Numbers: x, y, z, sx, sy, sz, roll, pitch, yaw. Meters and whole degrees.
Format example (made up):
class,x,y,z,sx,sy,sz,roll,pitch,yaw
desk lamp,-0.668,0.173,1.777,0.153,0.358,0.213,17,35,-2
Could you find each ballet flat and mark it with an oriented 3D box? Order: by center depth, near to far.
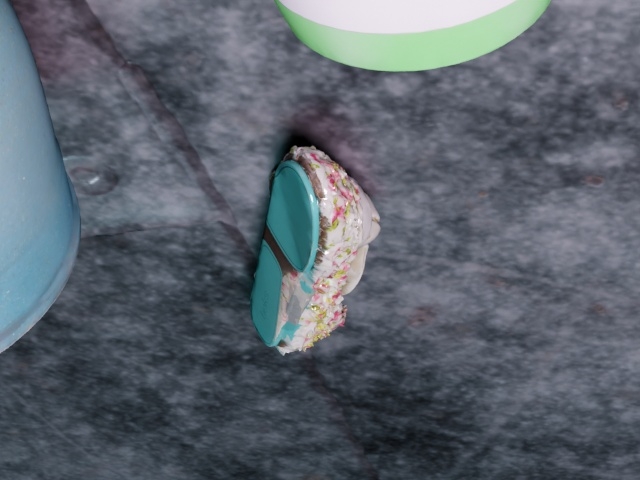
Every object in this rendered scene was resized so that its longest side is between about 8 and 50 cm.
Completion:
class,x,y,z,sx,sy,sz,roll,pitch,yaw
ballet flat,0.000,0.000,1.143,0.077,0.091,0.241,-18,157,-19

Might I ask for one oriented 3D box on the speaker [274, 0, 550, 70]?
class,x,y,z,sx,sy,sz,roll,pitch,yaw
speaker,0.016,-0.204,0.527,0.131,0.131,0.296,-1,134,12

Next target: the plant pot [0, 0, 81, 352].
class,x,y,z,sx,sy,sz,roll,pitch,yaw
plant pot,-0.284,-0.089,0.893,0.272,0.271,0.255,3,133,5
